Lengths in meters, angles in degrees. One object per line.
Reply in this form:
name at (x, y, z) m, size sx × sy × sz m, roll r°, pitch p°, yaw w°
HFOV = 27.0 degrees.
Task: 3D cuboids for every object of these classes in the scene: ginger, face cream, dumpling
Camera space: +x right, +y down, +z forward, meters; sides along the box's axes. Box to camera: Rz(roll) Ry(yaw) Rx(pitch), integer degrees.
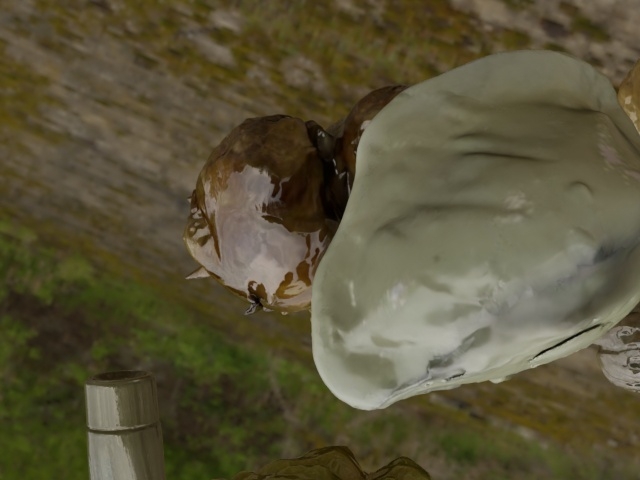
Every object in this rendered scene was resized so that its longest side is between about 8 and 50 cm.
ginger at (0.000, 0.000, 1.241) m, size 0.254 × 0.176 × 0.418 m, roll -19°, pitch 160°, yaw -2°
face cream at (-0.218, 0.323, 1.535) m, size 0.137 × 0.341 × 0.084 m, roll -1°, pitch -175°, yaw 33°
dumpling at (0.123, -0.024, 0.967) m, size 0.243 × 0.318 × 0.187 m, roll 63°, pitch 166°, yaw 15°

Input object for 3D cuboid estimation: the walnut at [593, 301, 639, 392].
walnut at (0.540, 0.149, 2.109) m, size 0.230 × 0.178 × 0.178 m, roll -16°, pitch 171°, yaw -4°

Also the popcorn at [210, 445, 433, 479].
popcorn at (-0.033, 0.206, 0.701) m, size 0.286 × 0.174 × 0.225 m, roll -24°, pitch 166°, yaw 30°

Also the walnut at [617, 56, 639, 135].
walnut at (0.502, -0.182, 1.695) m, size 0.257 × 0.257 × 0.224 m, roll 28°, pitch 173°, yaw -36°
